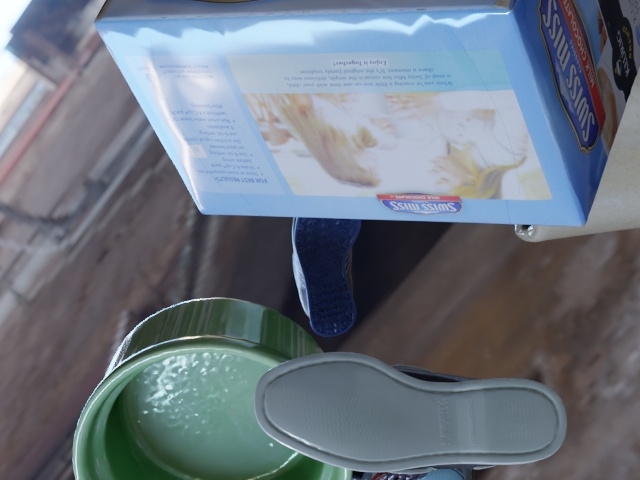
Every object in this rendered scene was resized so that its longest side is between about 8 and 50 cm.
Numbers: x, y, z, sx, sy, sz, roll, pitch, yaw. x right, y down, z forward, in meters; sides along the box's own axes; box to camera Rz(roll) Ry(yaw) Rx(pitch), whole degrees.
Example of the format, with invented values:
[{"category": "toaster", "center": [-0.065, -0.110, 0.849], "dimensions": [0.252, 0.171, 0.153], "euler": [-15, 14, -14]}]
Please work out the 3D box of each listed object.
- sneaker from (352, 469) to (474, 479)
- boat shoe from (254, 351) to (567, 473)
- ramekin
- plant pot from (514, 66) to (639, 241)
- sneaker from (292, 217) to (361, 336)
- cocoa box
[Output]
[{"category": "sneaker", "center": [0.079, 0.294, 2.292], "dimensions": [0.262, 0.104, 0.125], "euler": [24, -150, -5]}, {"category": "boat shoe", "center": [0.078, 0.173, 1.642], "dimensions": [0.303, 0.114, 0.091], "euler": [10, 166, -11]}, {"category": "ramekin", "center": [-0.114, 0.211, 1.923], "dimensions": [0.303, 0.303, 0.148], "euler": [34, -157, -14]}, {"category": "plant pot", "center": [0.308, -0.141, 1.642], "dimensions": [0.306, 0.333, 0.334], "euler": [-14, -138, -9]}, {"category": "sneaker", "center": [0.000, 0.000, 2.008], "dimensions": [0.081, 0.232, 0.090], "euler": [-8, -142, -11]}, {"category": "cocoa box", "center": [0.048, -0.167, 1.345], "dimensions": [0.231, 0.347, 0.228], "euler": [63, -141, -43]}]
